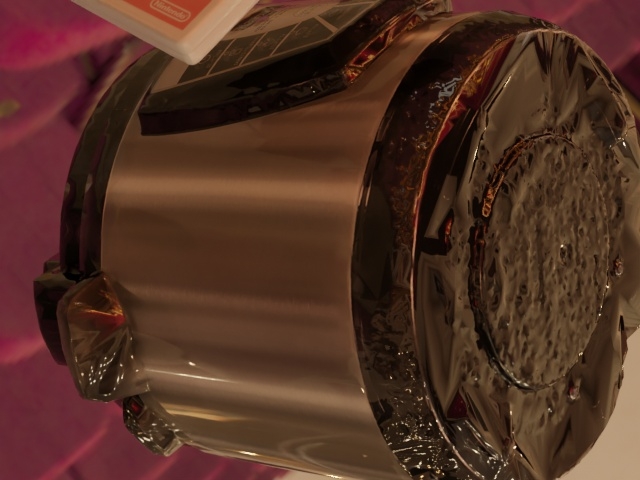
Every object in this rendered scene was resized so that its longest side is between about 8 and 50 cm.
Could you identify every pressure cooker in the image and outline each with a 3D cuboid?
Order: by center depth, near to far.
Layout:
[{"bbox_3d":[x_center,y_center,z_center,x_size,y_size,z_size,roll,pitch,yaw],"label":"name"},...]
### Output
[{"bbox_3d":[0.000,0.006,1.227,0.370,0.420,0.376,31,70,-47],"label":"pressure cooker"}]

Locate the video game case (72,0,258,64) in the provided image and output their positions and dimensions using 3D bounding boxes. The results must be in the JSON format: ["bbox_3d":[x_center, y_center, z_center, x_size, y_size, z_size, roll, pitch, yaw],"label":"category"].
[{"bbox_3d":[-0.055,-0.252,1.026,0.285,0.204,0.025,-48,141,-14],"label":"video game case"}]
